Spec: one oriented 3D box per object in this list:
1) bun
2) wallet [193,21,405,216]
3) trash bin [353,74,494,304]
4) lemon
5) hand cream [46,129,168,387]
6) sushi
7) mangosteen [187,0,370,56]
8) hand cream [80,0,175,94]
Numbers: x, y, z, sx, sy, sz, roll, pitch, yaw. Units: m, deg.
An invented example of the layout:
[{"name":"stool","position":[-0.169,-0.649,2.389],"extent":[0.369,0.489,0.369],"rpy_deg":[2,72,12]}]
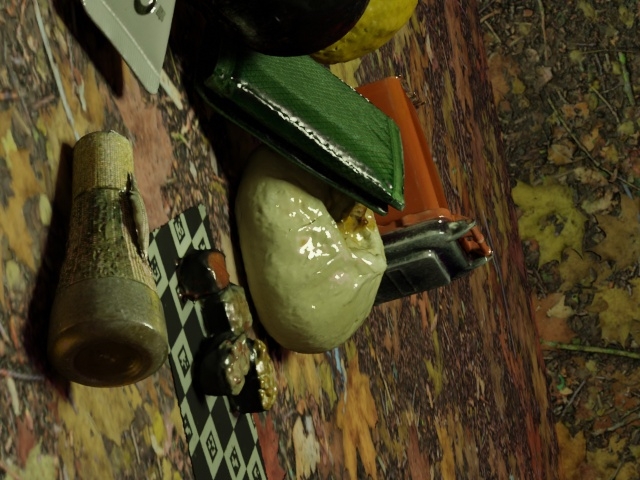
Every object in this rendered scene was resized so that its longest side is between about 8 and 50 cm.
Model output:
[{"name":"bun","position":[0.000,0.000,1.710],"extent":[0.222,0.127,0.222],"rpy_deg":[-8,90,-76]},{"name":"wallet","position":[-0.017,-0.129,1.668],"extent":[0.236,0.055,0.160],"rpy_deg":[35,32,-22]},{"name":"trash bin","position":[0.086,-0.062,2.000],"extent":[0.161,0.184,0.239],"rpy_deg":[50,27,-63]},{"name":"lemon","position":[0.014,-0.287,1.827],"extent":[0.231,0.192,0.192],"rpy_deg":[-59,138,-58]},{"name":"hand cream","position":[-0.154,0.006,1.234],"extent":[0.084,0.084,0.203],"rpy_deg":[63,16,-49]},{"name":"sushi","position":[-0.078,0.108,1.506],"extent":[0.192,0.043,0.280],"rpy_deg":[-37,116,-74]},{"name":"mangosteen","position":[-0.041,-0.284,1.558],"extent":[0.216,0.216,0.216],"rpy_deg":[-10,90,-76]},{"name":"hand cream","position":[-0.154,-0.285,1.420],"extent":[0.140,0.089,0.314],"rpy_deg":[51,39,-57]}]
